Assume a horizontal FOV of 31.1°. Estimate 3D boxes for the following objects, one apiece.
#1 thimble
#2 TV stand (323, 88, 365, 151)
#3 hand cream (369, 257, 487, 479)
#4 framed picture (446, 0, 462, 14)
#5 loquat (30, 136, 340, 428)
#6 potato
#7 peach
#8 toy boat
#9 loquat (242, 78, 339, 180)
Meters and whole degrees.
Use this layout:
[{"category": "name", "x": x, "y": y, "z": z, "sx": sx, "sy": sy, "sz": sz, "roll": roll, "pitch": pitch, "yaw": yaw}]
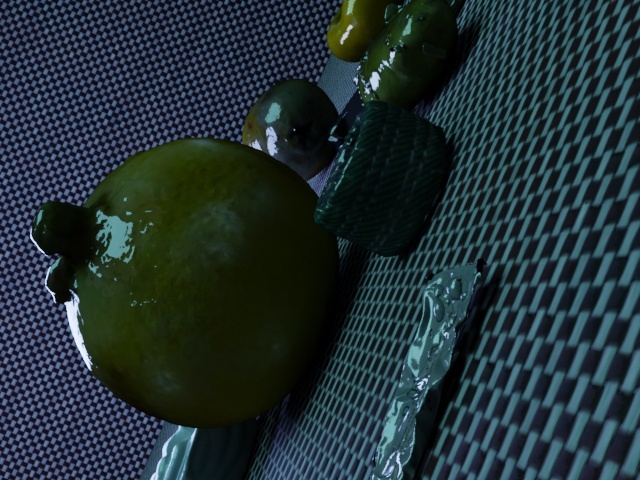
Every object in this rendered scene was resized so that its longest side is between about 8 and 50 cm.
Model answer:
[{"category": "thimble", "x": 0.055, "y": -0.055, "z": 1.044, "sx": 0.135, "sy": 0.090, "sz": 0.118, "roll": -73, "pitch": 11, "yaw": -51}, {"category": "TV stand", "x": 0.062, "y": -0.200, "z": 1.704, "sx": 0.049, "sy": 0.040, "sz": 0.256, "roll": -58, "pitch": 3, "yaw": -21}, {"category": "hand cream", "x": 0.036, "y": 0.129, "z": 0.720, "sx": 0.257, "sy": 0.050, "sz": 0.084, "roll": -60, "pitch": 7, "yaw": -11}, {"category": "framed picture", "x": 0.115, "y": -0.211, "z": 1.470, "sx": 0.216, "sy": 0.016, "sz": 0.273, "roll": -97, "pitch": 33, "yaw": -79}, {"category": "loquat", "x": -0.154, "y": 0.036, "z": 1.276, "sx": 0.328, "sy": 0.359, "sz": 0.328, "roll": -35, "pitch": 43, "yaw": 41}, {"category": "potato", "x": 0.097, "y": -0.205, "z": 1.264, "sx": 0.225, "sy": 0.090, "sz": 0.117, "roll": 135, "pitch": 158, "yaw": -75}, {"category": "peach", "x": 0.080, "y": -0.413, "z": 2.109, "sx": 0.179, "sy": 0.103, "sz": 0.179, "roll": -62, "pitch": 5, "yaw": 10}, {"category": "toy boat", "x": -0.146, "y": 0.266, "z": 1.443, "sx": 0.290, "sy": 0.100, "sz": 0.199, "roll": -77, "pitch": 13, "yaw": -64}, {"category": "loquat", "x": -0.051, "y": -0.195, "z": 2.056, "sx": 0.179, "sy": 0.179, "sz": 0.227, "roll": -69, "pitch": 9, "yaw": -28}]
